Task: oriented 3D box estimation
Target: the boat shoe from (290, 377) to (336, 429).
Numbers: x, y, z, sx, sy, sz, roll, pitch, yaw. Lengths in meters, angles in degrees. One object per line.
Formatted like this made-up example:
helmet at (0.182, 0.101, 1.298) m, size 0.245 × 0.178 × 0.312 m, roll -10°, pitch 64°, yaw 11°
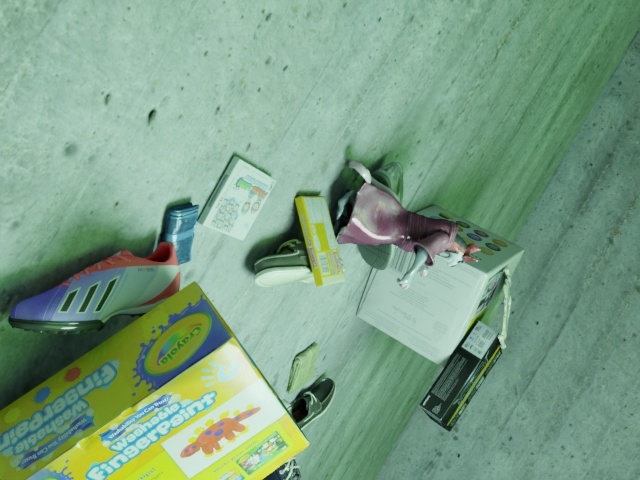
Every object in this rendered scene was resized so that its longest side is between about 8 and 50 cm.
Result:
boat shoe at (-0.034, 0.499, 2.122) m, size 0.233 × 0.084 × 0.079 m, roll -39°, pitch 148°, yaw -32°

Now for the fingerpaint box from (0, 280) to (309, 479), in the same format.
fingerpaint box at (-0.291, 0.338, 1.169) m, size 0.444 × 0.163 × 0.371 m, roll -35°, pitch 136°, yaw -9°

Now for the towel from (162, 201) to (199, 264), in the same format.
towel at (-0.253, -0.008, 1.249) m, size 0.067 × 0.029 × 0.119 m, roll -22°, pitch 135°, yaw -51°

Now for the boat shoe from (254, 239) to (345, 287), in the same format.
boat shoe at (-0.054, 0.048, 1.603) m, size 0.109 × 0.091 × 0.305 m, roll -24°, pitch 167°, yaw 32°

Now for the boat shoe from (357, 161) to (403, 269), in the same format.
boat shoe at (0.172, -0.059, 1.879) m, size 0.103 × 0.118 × 0.320 m, roll -37°, pitch 138°, yaw -38°

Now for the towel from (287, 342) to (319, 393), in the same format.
towel at (-0.048, 0.374, 2.029) m, size 0.110 × 0.027 × 0.148 m, roll -30°, pitch 142°, yaw -48°

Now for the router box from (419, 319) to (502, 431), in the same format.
router box at (0.430, 0.413, 2.105) m, size 0.309 × 0.081 × 0.243 m, roll -53°, pitch 153°, yaw -10°

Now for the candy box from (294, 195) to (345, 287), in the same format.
candy box at (0.000, 0.000, 1.579) m, size 0.105 × 0.027 × 0.206 m, roll -4°, pitch 79°, yaw -62°

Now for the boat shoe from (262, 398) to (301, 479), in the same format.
boat shoe at (-0.108, 0.592, 1.945) m, size 0.127 × 0.158 × 0.340 m, roll -34°, pitch 154°, yaw -43°

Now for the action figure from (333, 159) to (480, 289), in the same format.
action figure at (0.219, -0.032, 1.723) m, size 0.248 × 0.370 × 0.276 m, roll -73°, pitch 174°, yaw -82°

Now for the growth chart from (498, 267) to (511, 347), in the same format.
growth chart at (0.541, 0.199, 2.039) m, size 0.172 × 0.021 × 0.237 m, roll 60°, pitch 38°, yaw -58°

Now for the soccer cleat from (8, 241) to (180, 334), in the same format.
soccer cleat at (-0.347, 0.072, 1.103) m, size 0.318 × 0.108 × 0.116 m, roll -9°, pitch 104°, yaw -56°

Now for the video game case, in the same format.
video game case at (-0.159, -0.078, 1.359) m, size 0.143 × 0.019 × 0.157 m, roll -61°, pitch 155°, yaw 2°

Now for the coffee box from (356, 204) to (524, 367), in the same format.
coffee box at (0.375, 0.129, 2.183) m, size 0.334 × 0.337 × 0.338 m, roll -20°, pitch 134°, yaw -53°
